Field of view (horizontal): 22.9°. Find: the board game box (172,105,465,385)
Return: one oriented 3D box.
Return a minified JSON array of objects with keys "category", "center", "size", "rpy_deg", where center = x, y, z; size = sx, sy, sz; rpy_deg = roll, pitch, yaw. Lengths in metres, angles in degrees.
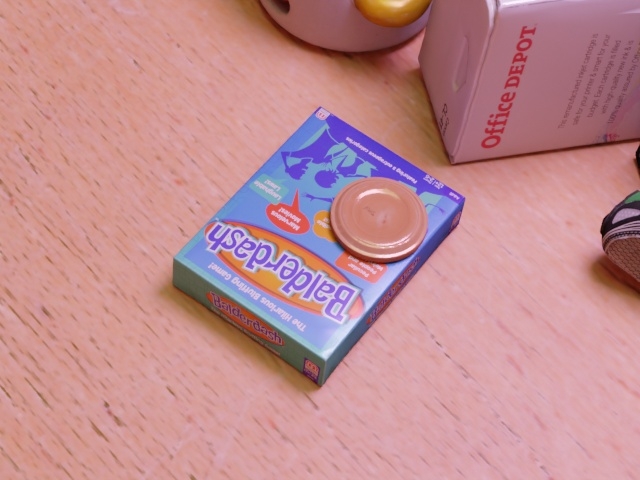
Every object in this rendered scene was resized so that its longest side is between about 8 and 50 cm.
[{"category":"board game box","center":[0.000,0.000,1.349],"size":[0.160,0.047,0.210],"rpy_deg":[33,60,15]}]

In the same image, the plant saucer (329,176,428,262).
[{"category":"plant saucer","center":[0.049,-0.020,1.330],"size":[0.083,0.013,0.084],"rpy_deg":[3,55,-4]}]

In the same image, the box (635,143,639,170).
[{"category":"box","center":[0.387,-0.118,1.364],"size":[0.175,0.220,0.051],"rpy_deg":[-6,62,-9]}]

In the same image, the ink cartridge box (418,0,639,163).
[{"category":"ink cartridge box","center":[0.260,-0.197,1.401],"size":[0.306,0.226,0.131],"rpy_deg":[-7,58,-12]}]

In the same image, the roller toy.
[{"category":"roller toy","center":[0.031,-0.287,1.485],"size":[0.191,0.146,0.209],"rpy_deg":[18,57,7]}]

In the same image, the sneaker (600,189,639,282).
[{"category":"sneaker","center":[0.372,0.073,1.289],"size":[0.343,0.134,0.146],"rpy_deg":[34,69,22]}]
